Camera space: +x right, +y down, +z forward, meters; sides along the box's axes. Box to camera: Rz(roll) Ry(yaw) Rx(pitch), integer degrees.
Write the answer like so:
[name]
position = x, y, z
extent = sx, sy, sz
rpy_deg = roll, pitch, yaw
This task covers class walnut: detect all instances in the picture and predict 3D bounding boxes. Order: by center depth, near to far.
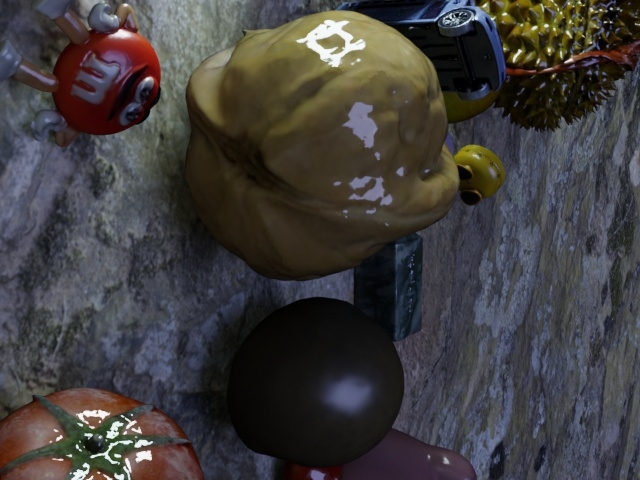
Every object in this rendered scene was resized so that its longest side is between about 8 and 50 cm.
[walnut]
position = 0.000, -0.122, 1.274
extent = 0.383, 0.383, 0.384
rpy_deg = -14, 108, -51

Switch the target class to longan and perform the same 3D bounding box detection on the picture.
[longan]
position = -0.009, 0.207, 1.380
extent = 0.258, 0.258, 0.258
rpy_deg = -14, 108, -51

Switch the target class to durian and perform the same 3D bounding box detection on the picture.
[durian]
position = 0.414, -0.386, 1.738
extent = 0.347, 0.347, 0.384
rpy_deg = 24, 77, -52

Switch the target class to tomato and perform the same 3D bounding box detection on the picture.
[tomato]
position = -0.257, 0.299, 1.063
extent = 0.265, 0.265, 0.265
rpy_deg = -14, 108, -51

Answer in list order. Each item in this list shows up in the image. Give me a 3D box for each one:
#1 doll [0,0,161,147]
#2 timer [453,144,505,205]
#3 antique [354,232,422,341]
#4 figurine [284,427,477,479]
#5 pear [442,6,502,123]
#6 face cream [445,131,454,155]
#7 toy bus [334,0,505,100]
[doll]
position = -0.260, -0.182, 1.092
extent = 0.183, 0.085, 0.217
rpy_deg = -50, 143, 3
[timer]
position = 0.299, -0.135, 1.831
extent = 0.109, 0.107, 0.107
rpy_deg = -46, 131, -33
[antique]
position = 0.116, 0.069, 1.644
extent = 0.088, 0.086, 0.183
rpy_deg = -16, 109, -51
[figurine]
position = 0.095, 0.417, 1.605
extent = 0.269, 0.261, 0.211
rpy_deg = -41, 155, -42
[pear]
position = 0.206, -0.290, 1.606
extent = 0.200, 0.200, 0.200
rpy_deg = -14, 108, -51
[face cream]
position = 0.095, -0.134, 1.589
extent = 0.273, 0.096, 0.154
rpy_deg = -16, 113, -37
[toy bus]
position = 0.143, -0.293, 1.437
extent = 0.133, 0.292, 0.125
rpy_deg = -54, 135, -35
